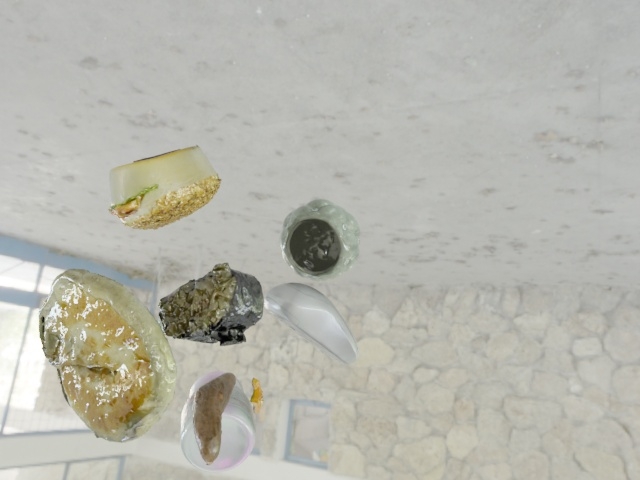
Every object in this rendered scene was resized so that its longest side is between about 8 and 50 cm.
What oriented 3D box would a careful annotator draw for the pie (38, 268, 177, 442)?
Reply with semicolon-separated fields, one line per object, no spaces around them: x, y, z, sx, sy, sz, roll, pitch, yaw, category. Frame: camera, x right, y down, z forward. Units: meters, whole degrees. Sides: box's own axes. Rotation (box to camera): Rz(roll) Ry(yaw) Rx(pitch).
-0.407;0.213;0.983;0.339;0.339;0.077;-1;-171;29;pie

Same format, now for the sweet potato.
-0.312;0.472;1.505;0.114;0.092;0.341;43;-162;-17;sweet potato

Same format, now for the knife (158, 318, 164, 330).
-0.362;0.167;1.466;0.031;0.222;0.064;8;131;48;knife

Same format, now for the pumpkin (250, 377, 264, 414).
-0.176;0.443;1.498;0.035;0.073;0.101;-3;143;2;pumpkin

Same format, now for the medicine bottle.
-0.350;0.602;1.790;0.241;0.241;0.302;10;-169;-14;medicine bottle

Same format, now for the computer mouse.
-0.012;0.203;1.368;0.297;0.121;0.184;38;163;-21;computer mouse

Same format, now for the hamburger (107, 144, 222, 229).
-0.403;-0.129;1.360;0.294;0.179;0.276;-21;-170;-21;hamburger

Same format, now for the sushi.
-0.215;0.139;1.015;0.213;0.147;0.115;-20;160;31;sushi

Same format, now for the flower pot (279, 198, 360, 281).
0.000;0.000;1.544;0.246;0.246;0.195;4;-170;10;flower pot
